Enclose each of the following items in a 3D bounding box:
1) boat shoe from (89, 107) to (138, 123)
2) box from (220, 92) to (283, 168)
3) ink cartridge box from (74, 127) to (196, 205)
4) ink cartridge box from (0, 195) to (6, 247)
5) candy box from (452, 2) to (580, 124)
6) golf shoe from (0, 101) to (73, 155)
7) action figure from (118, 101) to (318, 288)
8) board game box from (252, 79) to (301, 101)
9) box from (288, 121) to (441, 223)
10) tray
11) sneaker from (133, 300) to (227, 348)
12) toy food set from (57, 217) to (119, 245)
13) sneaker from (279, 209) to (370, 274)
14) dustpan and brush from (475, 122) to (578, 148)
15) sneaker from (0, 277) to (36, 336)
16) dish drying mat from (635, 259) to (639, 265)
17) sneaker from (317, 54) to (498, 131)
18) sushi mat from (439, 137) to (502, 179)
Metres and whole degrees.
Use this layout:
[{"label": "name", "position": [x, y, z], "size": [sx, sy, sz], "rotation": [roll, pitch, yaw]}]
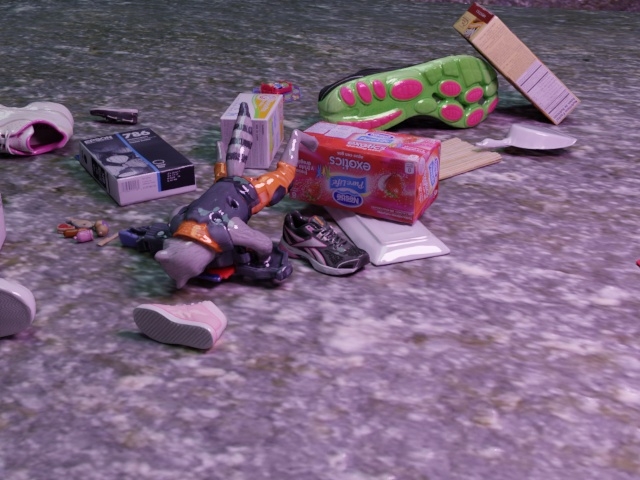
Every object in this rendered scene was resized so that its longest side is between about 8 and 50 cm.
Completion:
[{"label": "boat shoe", "position": [-0.514, -0.309, 2.095], "size": [0.125, 0.038, 0.046], "rotation": [3, 7, 4]}, {"label": "box", "position": [-0.148, -0.248, 1.874], "size": [0.103, 0.114, 0.203], "rotation": [3, 25, 7]}, {"label": "ink cartridge box", "position": [-0.401, -0.170, 1.781], "size": [0.165, 0.065, 0.332], "rotation": [-16, 29, -27]}, {"label": "ink cartridge box", "position": [-0.663, -0.007, 1.404], "size": [0.237, 0.100, 0.172], "rotation": [-5, 26, -7]}, {"label": "candy box", "position": [0.479, -0.434, 2.068], "size": [0.316, 0.087, 0.183], "rotation": [37, 17, -21]}, {"label": "golf shoe", "position": [-0.706, -0.243, 1.883], "size": [0.306, 0.115, 0.140], "rotation": [-10, 31, -16]}, {"label": "action figure", "position": [-0.192, -0.063, 1.397], "size": [0.341, 0.179, 0.330], "rotation": [5, 46, 21]}, {"label": "board game box", "position": [-0.121, -0.420, 2.319], "size": [0.133, 0.033, 0.169], "rotation": [-2, 26, -3]}, {"label": "box", "position": [0.080, -0.129, 1.545], "size": [0.256, 0.123, 0.128], "rotation": [12, 29, 24]}, {"label": "tray", "position": [0.114, -0.034, 1.526], "size": [0.145, 0.030, 0.270], "rotation": [-8, 27, -17]}, {"label": "sneaker", "position": [-0.196, 0.113, 1.208], "size": [0.134, 0.051, 0.070], "rotation": [13, 27, 18]}, {"label": "toy food set", "position": [-0.426, -0.020, 1.519], "size": [0.122, 0.019, 0.078], "rotation": [12, 29, 24]}, {"label": "sneaker", "position": [0.000, 0.000, 1.403], "size": [0.178, 0.077, 0.072], "rotation": [17, 32, 31]}, {"label": "dustpan and brush", "position": [0.442, -0.225, 1.877], "size": [0.211, 0.060, 0.147], "rotation": [5, 17, -21]}, {"label": "sneaker", "position": [-0.542, 0.060, 1.258], "size": [0.292, 0.108, 0.169], "rotation": [1, 29, 7]}, {"label": "dish drying mat", "position": [0.546, 0.052, 1.366], "size": [0.032, 0.008, 0.083], "rotation": [-5, 27, -8]}, {"label": "sneaker", "position": [0.215, -0.362, 2.029], "size": [0.482, 0.185, 0.202], "rotation": [-7, 24, -21]}, {"label": "sushi mat", "position": [0.231, -0.165, 1.805], "size": [0.316, 0.019, 0.151], "rotation": [-19, 31, -33]}]
